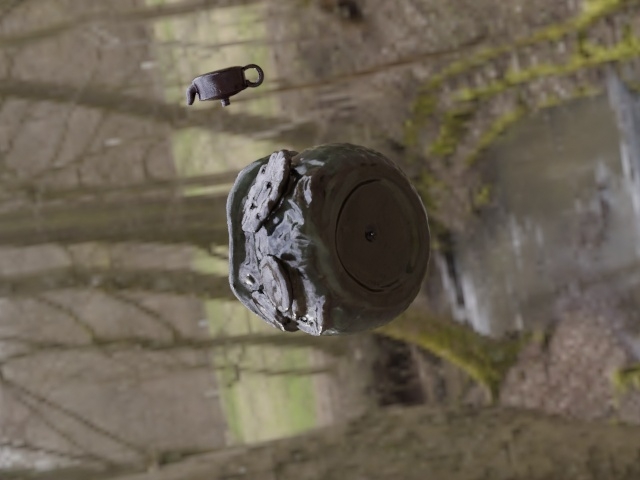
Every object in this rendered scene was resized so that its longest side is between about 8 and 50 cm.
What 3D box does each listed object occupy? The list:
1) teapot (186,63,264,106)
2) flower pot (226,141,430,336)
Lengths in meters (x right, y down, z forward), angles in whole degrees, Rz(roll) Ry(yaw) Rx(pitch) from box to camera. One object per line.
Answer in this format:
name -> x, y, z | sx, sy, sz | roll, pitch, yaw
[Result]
teapot -> -0.116, -0.186, 1.845 | 0.068, 0.100, 0.045 | -126, 21, -82
flower pot -> 0.000, 0.000, 2.180 | 0.213, 0.302, 0.302 | -3, 97, 49
